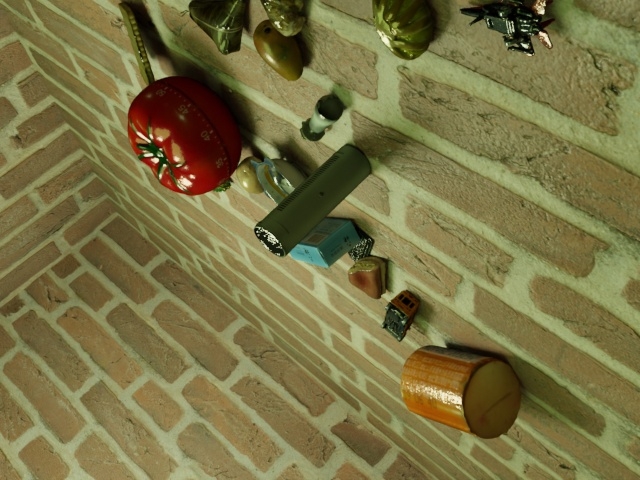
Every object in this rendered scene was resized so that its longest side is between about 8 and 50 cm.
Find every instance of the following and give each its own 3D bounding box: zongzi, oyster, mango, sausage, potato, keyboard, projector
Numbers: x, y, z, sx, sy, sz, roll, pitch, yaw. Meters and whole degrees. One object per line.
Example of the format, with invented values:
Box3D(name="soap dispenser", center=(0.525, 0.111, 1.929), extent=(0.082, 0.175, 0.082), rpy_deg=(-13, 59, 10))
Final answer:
Box3D(name="zongzi", center=(-0.257, -0.585, 1.626), extent=(0.187, 0.084, 0.184), rpy_deg=(45, 144, 16))
Box3D(name="oyster", center=(-0.122, -0.576, 1.379), extent=(0.294, 0.094, 0.166), rpy_deg=(58, 165, -10))
Box3D(name="mango", center=(-0.092, -0.442, 1.538), extent=(0.163, 0.089, 0.111), rpy_deg=(49, -174, -28))
Box3D(name="sausage", center=(0.409, 0.439, 1.942), extent=(0.233, 0.233, 0.287), rpy_deg=(55, 155, -19))
Box3D(name="potato", center=(-0.219, -0.209, 2.138), extent=(0.112, 0.112, 0.147), rpy_deg=(35, 164, 26))
Box3D(name="keyboard", center=(0.120, 0.024, 2.037), extent=(0.074, 0.015, 0.196), rpy_deg=(41, 156, 13))
Box3D(name="projector", center=(-0.016, -0.103, 1.643), extent=(0.108, 0.337, 0.108), rpy_deg=(36, 155, 20))

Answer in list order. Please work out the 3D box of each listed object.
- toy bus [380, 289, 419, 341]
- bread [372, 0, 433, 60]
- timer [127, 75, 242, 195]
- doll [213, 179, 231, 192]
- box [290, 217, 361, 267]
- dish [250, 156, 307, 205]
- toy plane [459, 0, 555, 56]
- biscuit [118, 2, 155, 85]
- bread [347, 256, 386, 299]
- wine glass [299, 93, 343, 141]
Box3D(name="toy bus", center=(0.253, 0.239, 2.066), extent=(0.083, 0.088, 0.194), rpy_deg=(39, 154, 20))
Box3D(name="bread", center=(0.158, -0.398, 1.193), extent=(0.094, 0.083, 0.157), rpy_deg=(13, 140, 35))
Box3D(name="timer", center=(-0.422, -0.331, 2.068), extent=(0.378, 0.279, 0.378), rpy_deg=(37, 153, 22))
Box3D(name="doll", center=(-0.369, -0.242, 2.437), extent=(0.078, 0.076, 0.113), rpy_deg=(9, 112, 20))
Box3D(name="box", center=(0.000, 0.000, 2.026), extent=(0.232, 0.142, 0.083), rpy_deg=(8, 133, 60))
Box3D(name="dish", center=(-0.105, -0.185, 1.997), extent=(0.228, 0.086, 0.236), rpy_deg=(41, 158, 17))
Box3D(name="toy plane", center=(0.286, -0.354, 1.045), extent=(0.189, 0.061, 0.130), rpy_deg=(23, 148, 45))
Box3D(name="biscuit", center=(-0.580, -0.619, 2.092), extent=(0.172, 0.029, 0.254), rpy_deg=(48, 154, 52))
Box3D(name="bread", center=(0.148, 0.106, 2.045), extent=(0.119, 0.067, 0.192), rpy_deg=(17, 149, 14))
Box3D(name="wine glass", center=(0.000, -0.301, 1.634), extent=(0.072, 0.072, 0.155), rpy_deg=(48, 159, -3))
